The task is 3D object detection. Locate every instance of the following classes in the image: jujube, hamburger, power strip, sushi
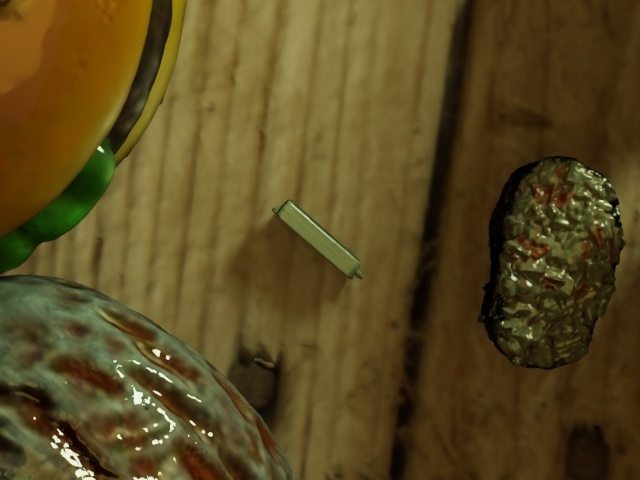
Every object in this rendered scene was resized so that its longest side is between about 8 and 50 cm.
[{"bbox_3d":[-0.157,0.162,0.994,0.246,0.215,0.308,-23,110,36],"label":"jujube"},{"bbox_3d":[-0.268,-0.162,0.941,0.395,0.277,0.396,0,96,2],"label":"hamburger"},{"bbox_3d":[0.000,0.000,1.075,0.083,0.027,0.017,40,94,-4],"label":"power strip"},{"bbox_3d":[0.163,0.015,1.047,0.090,0.078,0.150,11,95,0],"label":"sushi"}]
